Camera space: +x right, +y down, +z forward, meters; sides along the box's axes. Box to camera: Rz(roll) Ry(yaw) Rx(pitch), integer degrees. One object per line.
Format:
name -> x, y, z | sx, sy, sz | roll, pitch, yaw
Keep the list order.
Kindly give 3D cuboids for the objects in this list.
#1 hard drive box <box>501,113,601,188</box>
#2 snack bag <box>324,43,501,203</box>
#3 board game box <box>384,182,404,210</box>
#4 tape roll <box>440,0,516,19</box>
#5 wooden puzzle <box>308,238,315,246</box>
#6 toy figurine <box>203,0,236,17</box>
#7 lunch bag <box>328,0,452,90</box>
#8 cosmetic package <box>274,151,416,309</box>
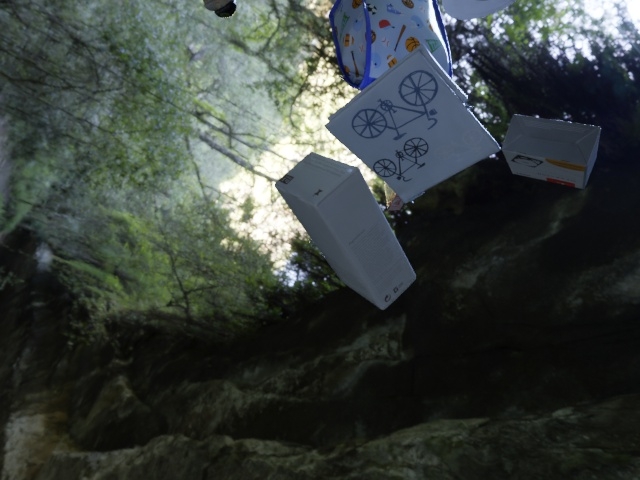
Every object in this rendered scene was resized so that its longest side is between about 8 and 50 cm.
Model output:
hard drive box -> 0.548, -0.207, 1.102 | 0.181, 0.232, 0.089 | 20, -86, 30
snack bag -> 0.234, -0.267, 1.168 | 0.323, 0.343, 0.037 | -30, -150, 41
board game box -> 0.240, -0.211, 1.492 | 0.146, 0.045, 0.193 | 100, -14, -72
tape roll -> 0.411, -0.663, 1.098 | 0.286, 0.287, 0.100 | -33, -110, 47
wooden puzzle -> 0.000, 0.000, 1.072 | 0.050, 0.006, 0.083 | -15, -162, -6
toy figurine -> -0.223, -0.661, 1.130 | 0.210, 0.148, 0.213 | -39, -143, -1
lunch bag -> 0.225, -0.614, 1.487 | 0.239, 0.328, 0.384 | 133, -48, -55
cosmetic package -> 0.042, -0.012, 0.686 | 0.085, 0.231, 0.117 | -43, -141, -13
